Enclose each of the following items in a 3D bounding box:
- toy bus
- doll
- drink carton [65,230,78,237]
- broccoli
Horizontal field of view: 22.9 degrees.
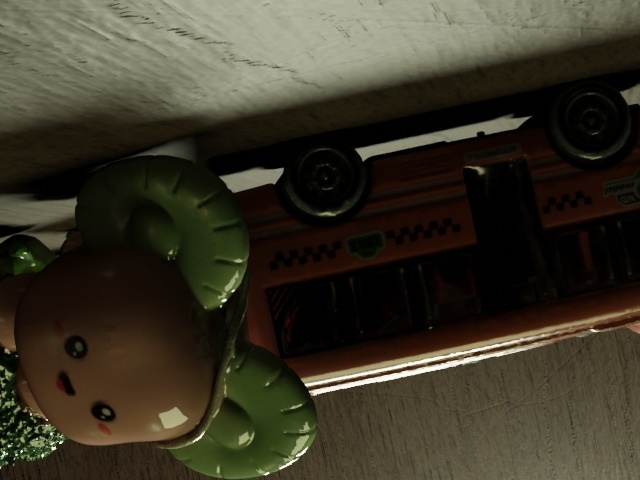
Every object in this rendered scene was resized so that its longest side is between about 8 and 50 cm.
[{"bbox_3d":[0.121,0.008,1.433,0.427,0.233,0.203,-11,175,-6],"label":"toy bus"},{"bbox_3d":[-0.134,0.064,1.300,0.268,0.284,0.216,-7,-159,33],"label":"doll"},{"bbox_3d":[-0.143,0.029,1.728,0.161,0.108,0.271,-8,179,22],"label":"drink carton"},{"bbox_3d":[-0.338,0.093,1.481,0.269,0.254,0.269,-17,-156,8],"label":"broccoli"}]
